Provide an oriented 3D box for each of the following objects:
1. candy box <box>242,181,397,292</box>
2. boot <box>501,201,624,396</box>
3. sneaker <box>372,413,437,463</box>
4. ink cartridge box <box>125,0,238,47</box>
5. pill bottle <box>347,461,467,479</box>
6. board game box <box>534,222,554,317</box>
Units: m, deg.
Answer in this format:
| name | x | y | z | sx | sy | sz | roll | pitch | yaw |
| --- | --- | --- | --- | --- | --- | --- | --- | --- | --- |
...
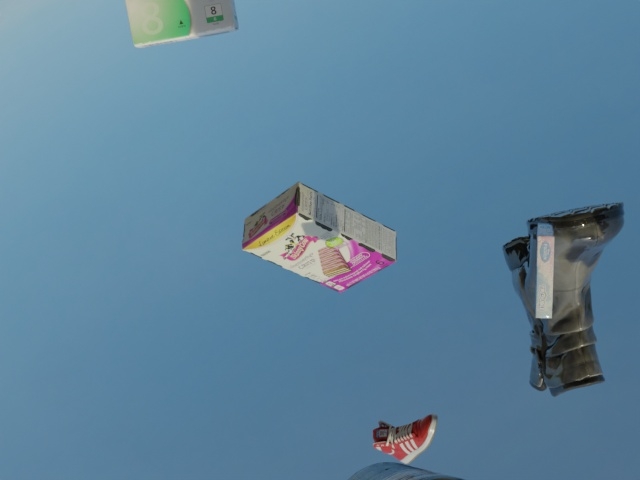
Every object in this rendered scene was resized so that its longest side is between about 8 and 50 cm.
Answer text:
| name | x | y | z | sx | sy | sz | roll | pitch | yaw |
| --- | --- | --- | --- | --- | --- | --- | --- | --- | --- |
| candy box | 0.000 | 0.000 | 1.659 | 0.159 | 0.233 | 0.071 | -33 | -137 | 41 |
| boot | 0.330 | 0.083 | 1.203 | 0.118 | 0.223 | 0.338 | -9 | 169 | 1 |
| sneaker | 0.112 | 0.265 | 1.279 | 0.118 | 0.067 | 0.042 | 119 | -6 | -47 |
| ink cartridge box | -0.249 | -0.458 | 1.599 | 0.180 | 0.225 | 0.056 | -9 | -172 | 5 |
| pill bottle | 0.099 | 0.286 | 0.889 | 0.130 | 0.130 | 0.245 | -46 | -176 | -16 |
| board game box | 0.248 | 0.032 | 1.032 | 0.020 | 0.090 | 0.090 | 2 | -170 | 12 |
